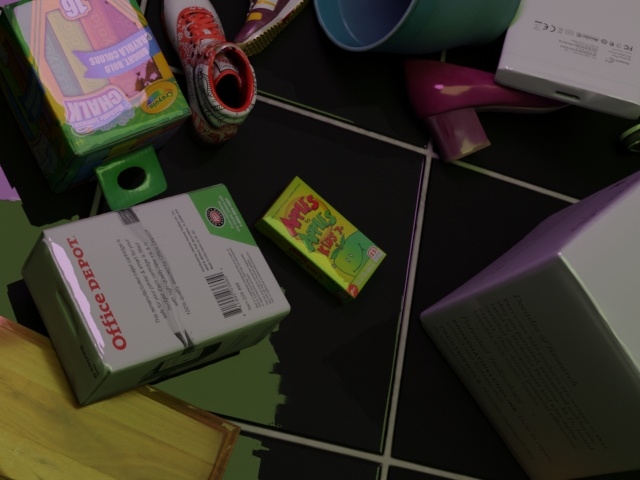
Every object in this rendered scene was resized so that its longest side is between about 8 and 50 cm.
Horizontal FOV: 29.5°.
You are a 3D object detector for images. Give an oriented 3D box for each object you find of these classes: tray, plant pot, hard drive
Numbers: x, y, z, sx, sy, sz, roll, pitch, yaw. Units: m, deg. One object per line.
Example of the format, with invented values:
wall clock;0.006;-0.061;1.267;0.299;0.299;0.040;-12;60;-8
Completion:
tray;-0.328;0.255;1.584;0.411;0.076;0.202;28;66;-15
plant pot;0.168;-0.413;1.900;0.255;0.272;0.271;3;73;-38
hard drive;0.431;-0.368;1.979;0.233;0.047;0.353;16;58;4

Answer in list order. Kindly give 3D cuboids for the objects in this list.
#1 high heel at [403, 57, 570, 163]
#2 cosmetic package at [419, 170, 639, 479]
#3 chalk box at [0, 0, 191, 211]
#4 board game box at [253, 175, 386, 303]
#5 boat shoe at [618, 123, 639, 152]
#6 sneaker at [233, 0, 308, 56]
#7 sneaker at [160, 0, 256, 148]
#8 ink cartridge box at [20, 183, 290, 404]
high heel;0.316;-0.280;1.977;0.377;0.127;0.181;-28;98;-24
cosmetic package;0.426;0.118;1.765;0.329;0.394;0.327;-34;90;-28
chalk box;-0.306;-0.186;1.662;0.180;0.179;0.289;-26;86;-27
board game box;0.000;0.000;1.814;0.181;0.043;0.092;41;64;-7
boat shoe;0.620;-0.174;2.107;0.228;0.081;0.068;-9;75;-28
sneaker;-0.091;-0.358;1.873;0.084;0.069;0.185;41;57;2
sneaker;-0.159;-0.281;1.772;0.090;0.145;0.270;-6;77;-24
ink cartridge box;-0.220;0.066;1.613;0.289;0.121;0.211;-16;71;-37
